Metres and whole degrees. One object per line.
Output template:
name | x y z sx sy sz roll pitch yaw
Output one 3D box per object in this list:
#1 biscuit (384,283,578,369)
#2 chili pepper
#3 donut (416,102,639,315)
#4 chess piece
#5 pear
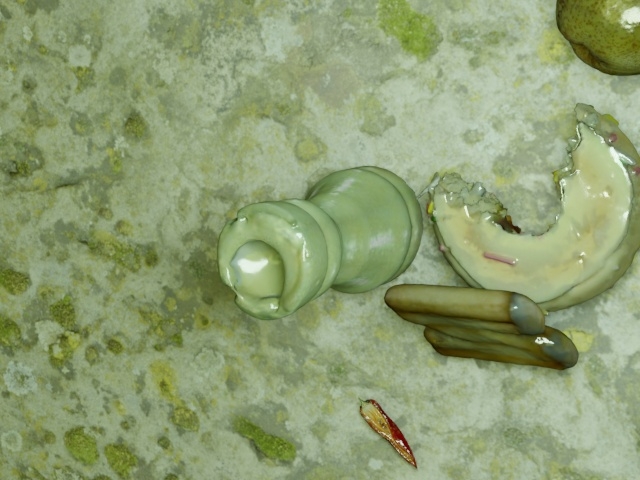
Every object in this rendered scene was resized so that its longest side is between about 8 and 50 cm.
biscuit | 0.276 0.145 1.751 0.291 0.237 0.062 0 60 42
chili pepper | 0.135 0.369 1.967 0.178 0.027 0.045 49 118 12
donut | 0.383 -0.037 1.727 0.371 0.150 0.307 -26 86 26
chess piece | 0.000 0.000 1.750 0.234 0.442 0.234 4 99 26
pear | 0.487 -0.362 1.611 0.211 0.188 0.228 -43 81 21
